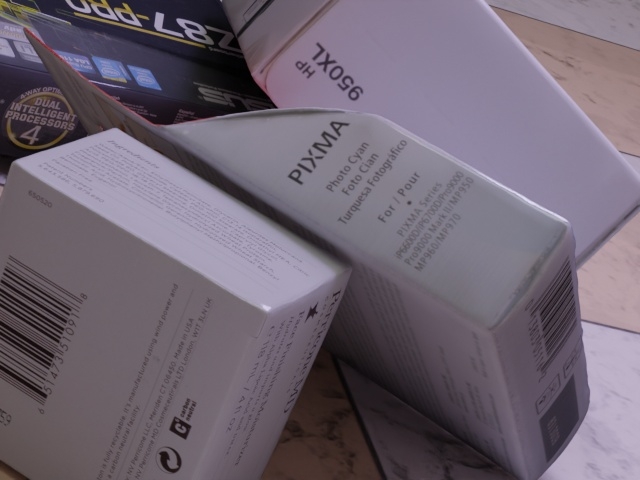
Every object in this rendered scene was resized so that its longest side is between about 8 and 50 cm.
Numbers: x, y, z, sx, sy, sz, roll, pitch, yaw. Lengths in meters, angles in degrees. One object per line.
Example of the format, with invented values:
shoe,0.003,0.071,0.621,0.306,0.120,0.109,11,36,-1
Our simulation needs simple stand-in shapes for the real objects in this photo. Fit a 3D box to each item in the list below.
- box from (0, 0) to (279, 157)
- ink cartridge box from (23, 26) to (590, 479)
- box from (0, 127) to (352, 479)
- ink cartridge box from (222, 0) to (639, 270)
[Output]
box,-0.236,-0.178,1.454,0.394,0.097,0.318,10,32,-36
ink cartridge box,0.003,-0.008,1.136,0.385,0.091,0.308,34,-14,23
box,-0.108,0.059,0.983,0.182,0.181,0.119,30,24,16
ink cartridge box,0.079,-0.126,1.375,0.285,0.166,0.395,44,7,-16
